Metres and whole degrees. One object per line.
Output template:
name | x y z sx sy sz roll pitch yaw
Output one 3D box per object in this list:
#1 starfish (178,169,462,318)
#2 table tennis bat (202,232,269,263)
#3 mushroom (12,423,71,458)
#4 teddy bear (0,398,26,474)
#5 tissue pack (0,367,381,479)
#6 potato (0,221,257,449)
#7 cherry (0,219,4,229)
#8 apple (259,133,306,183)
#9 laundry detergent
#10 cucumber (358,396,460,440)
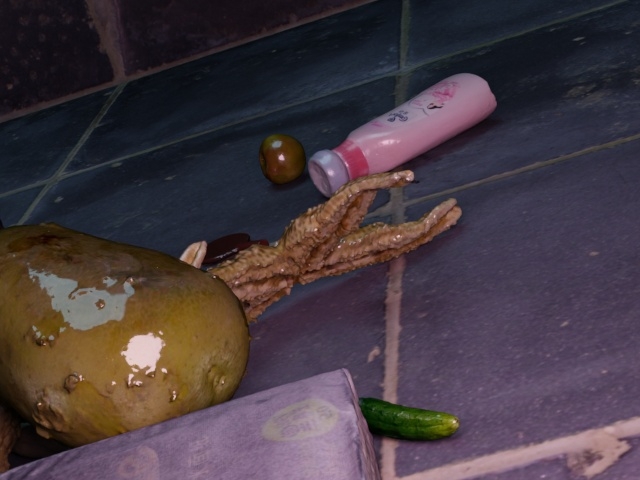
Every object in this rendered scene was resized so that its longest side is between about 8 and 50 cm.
starfish | 0.000 0.000 1.746 0.432 0.082 0.324 -25 -20 -7
table tennis bat | -0.140 0.011 2.132 0.154 0.019 0.098 -3 25 45
mushroom | -0.352 0.245 1.684 0.202 0.054 0.059 9 42 43
teddy bear | -0.473 0.212 1.605 0.256 0.156 0.267 0 45 16
tissue pack | -0.133 0.278 1.276 0.394 0.124 0.288 -19 20 4
potato | -0.264 0.105 1.506 0.359 0.219 0.270 17 24 17
cherry | -0.659 0.002 2.421 0.195 0.195 0.195 -18 20 7
apple | -0.069 -0.143 2.357 0.074 0.090 0.089 -18 16 -30
laundry detergent | 0.130 -0.177 2.258 0.335 0.088 0.159 -29 17 -22
cucumber | 0.082 0.190 1.424 0.168 0.039 0.039 3 30 44
